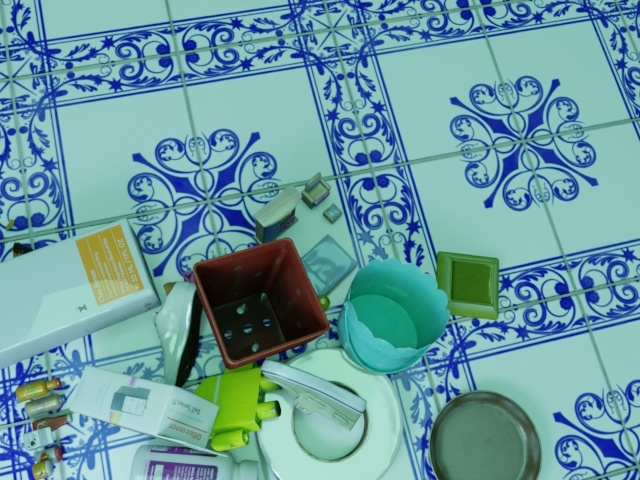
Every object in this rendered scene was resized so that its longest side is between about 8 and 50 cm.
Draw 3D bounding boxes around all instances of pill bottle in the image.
[{"bbox_3d":[-0.307,0.597,1.676,0.301,0.169,0.170,6,72,-4],"label":"pill bottle"}]

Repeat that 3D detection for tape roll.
[{"bbox_3d":[0.022,0.478,1.800,0.391,0.072,0.393,2,73,-6],"label":"tape roll"}]

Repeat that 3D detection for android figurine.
[{"bbox_3d":[-0.226,0.418,1.739,0.272,0.056,0.248,-16,39,14],"label":"android figurine"}]

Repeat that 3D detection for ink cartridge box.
[{"bbox_3d":[-0.391,0.408,1.631,0.353,0.207,0.119,6,67,29],"label":"ink cartridge box"}]

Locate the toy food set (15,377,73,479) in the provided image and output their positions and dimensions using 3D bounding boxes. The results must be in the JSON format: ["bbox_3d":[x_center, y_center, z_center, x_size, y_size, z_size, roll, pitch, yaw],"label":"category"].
[{"bbox_3d":[-0.676,0.468,1.708,0.104,0.111,0.232,-17,72,-10],"label":"toy food set"}]

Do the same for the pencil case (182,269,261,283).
[{"bbox_3d":[-0.268,0.101,1.873,0.209,0.095,0.098,-19,56,-8],"label":"pencil case"}]

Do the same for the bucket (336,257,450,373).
[{"bbox_3d":[0.182,0.205,1.808,0.280,0.183,0.281,9,54,-12],"label":"bucket"}]

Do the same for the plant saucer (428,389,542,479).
[{"bbox_3d":[0.437,0.561,1.827,0.310,0.050,0.311,1,73,-5],"label":"plant saucer"}]

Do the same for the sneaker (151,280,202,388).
[{"bbox_3d":[-0.390,0.249,1.802,0.123,0.106,0.290,10,90,14],"label":"sneaker"}]

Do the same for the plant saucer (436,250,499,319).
[{"bbox_3d":[0.430,0.124,1.965,0.188,0.045,0.189,7,72,-4],"label":"plant saucer"}]

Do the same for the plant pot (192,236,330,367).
[{"bbox_3d":[-0.168,0.189,1.742,0.267,0.236,0.268,-16,68,-22],"label":"plant pot"}]

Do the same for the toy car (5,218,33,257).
[{"bbox_3d":[-0.835,0.004,1.889,0.040,0.060,0.122,-42,56,27],"label":"toy car"}]

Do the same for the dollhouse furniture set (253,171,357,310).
[{"bbox_3d":[0.000,0.000,1.881,0.286,0.198,0.303,-41,81,-16],"label":"dollhouse furniture set"}]

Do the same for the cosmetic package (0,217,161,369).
[{"bbox_3d":[-0.676,0.138,1.788,0.452,0.161,0.230,-22,76,-11],"label":"cosmetic package"}]

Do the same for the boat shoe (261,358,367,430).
[{"bbox_3d":[-0.019,0.386,1.698,0.302,0.109,0.094,28,76,-18],"label":"boat shoe"}]
